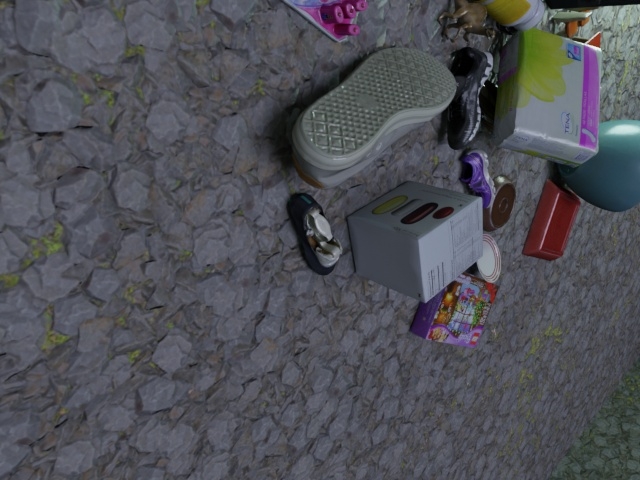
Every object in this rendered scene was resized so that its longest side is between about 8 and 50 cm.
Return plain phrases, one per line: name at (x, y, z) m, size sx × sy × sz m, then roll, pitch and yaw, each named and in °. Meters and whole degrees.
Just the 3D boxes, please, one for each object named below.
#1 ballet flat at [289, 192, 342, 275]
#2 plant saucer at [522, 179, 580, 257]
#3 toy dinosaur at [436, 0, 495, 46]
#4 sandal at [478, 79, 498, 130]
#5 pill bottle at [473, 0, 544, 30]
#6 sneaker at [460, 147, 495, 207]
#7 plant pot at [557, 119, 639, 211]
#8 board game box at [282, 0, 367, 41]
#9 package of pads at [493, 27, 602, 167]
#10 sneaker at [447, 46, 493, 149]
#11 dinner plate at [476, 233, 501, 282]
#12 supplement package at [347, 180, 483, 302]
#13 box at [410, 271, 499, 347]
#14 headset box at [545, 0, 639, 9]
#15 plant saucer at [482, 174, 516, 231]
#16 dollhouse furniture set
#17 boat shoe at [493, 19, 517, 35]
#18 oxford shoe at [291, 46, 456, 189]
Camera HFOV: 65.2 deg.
ballet flat at (0.000, 0.000, 0.955) m, size 0.074 × 0.074 × 0.203 m, roll -41°, pitch 130°, yaw -24°
plant saucer at (0.799, -0.056, 1.703) m, size 0.259 × 0.048 × 0.258 m, roll 9°, pitch 99°, yaw -46°
toy dinosaur at (0.296, -0.469, 1.047) m, size 0.093 × 0.183 × 0.053 m, roll -31°, pitch 163°, yaw 17°
sandal at (0.443, -0.311, 1.253) m, size 0.219 × 0.060 × 0.089 m, roll 30°, pitch 66°, yaw -31°
pill bottle at (0.405, -0.534, 1.088) m, size 0.184 × 0.103 × 0.103 m, roll 17°, pitch 94°, yaw -36°
sneaker at (0.395, -0.153, 1.287) m, size 0.071 × 0.068 × 0.169 m, roll -31°, pitch 118°, yaw -13°
plant pot at (0.873, -0.248, 1.572) m, size 0.196 × 0.290 × 0.289 m, roll 10°, pitch 101°, yaw -8°
board game box at (-0.012, -0.568, 0.739) m, size 0.390 × 0.050 × 0.389 m, roll 18°, pitch 93°, yaw -46°
package of pads at (0.533, -0.342, 1.182) m, size 0.229 × 0.101 × 0.296 m, roll 12°, pitch 75°, yaw -10°
sneaker at (0.314, -0.325, 1.125) m, size 0.106 × 0.078 × 0.234 m, roll 11°, pitch 95°, yaw -42°
dinner plate at (0.477, 0.051, 1.436) m, size 0.141 × 0.017 × 0.141 m, roll 12°, pitch 73°, yaw -43°
supplement package at (0.201, -0.008, 1.052) m, size 0.203 × 0.194 × 0.149 m, roll -32°, pitch 125°, yaw -32°
box at (0.382, 0.187, 1.395) m, size 0.293 × 0.057 × 0.200 m, roll 19°, pitch 93°, yaw -46°
headset box at (0.691, -0.710, 1.205) m, size 0.131 × 0.246 × 0.282 m, roll 17°, pitch 93°, yaw -45°
plant saucer at (0.511, -0.103, 1.427) m, size 0.169 × 0.029 × 0.168 m, roll -16°, pitch 116°, yaw -38°
dollhouse furniture set at (0.716, -0.493, 1.391) m, size 0.259 × 0.135 × 0.261 m, roll -40°, pitch 129°, yaw -26°
boat shoe at (0.468, -0.525, 1.215) m, size 0.125 × 0.038 × 0.046 m, roll -10°, pitch 112°, yaw -41°
oxford shoe at (0.099, -0.235, 0.928) m, size 0.449 × 0.169 × 0.130 m, roll -41°, pitch 171°, yaw -35°
